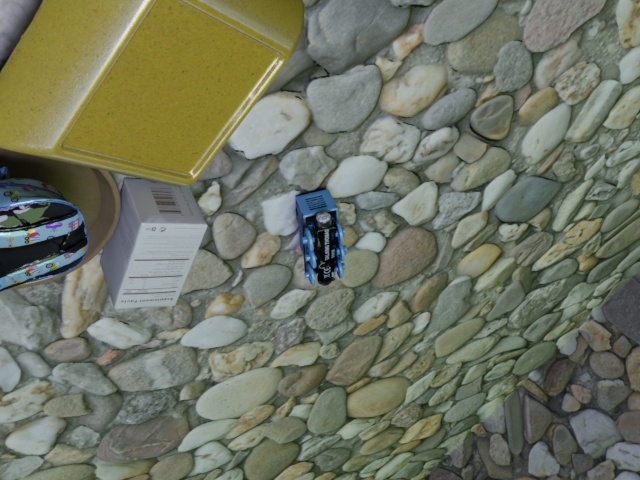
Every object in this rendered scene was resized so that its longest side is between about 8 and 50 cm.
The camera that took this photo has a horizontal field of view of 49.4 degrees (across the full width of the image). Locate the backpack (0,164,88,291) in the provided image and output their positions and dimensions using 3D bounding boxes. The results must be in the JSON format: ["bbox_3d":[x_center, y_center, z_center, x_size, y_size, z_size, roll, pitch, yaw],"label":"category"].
[{"bbox_3d":[-0.390,-0.016,0.878,0.173,0.117,0.158,-15,141,-20],"label":"backpack"}]

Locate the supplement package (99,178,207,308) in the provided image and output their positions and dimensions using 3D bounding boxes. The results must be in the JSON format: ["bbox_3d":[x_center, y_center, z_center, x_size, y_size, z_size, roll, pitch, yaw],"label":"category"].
[{"bbox_3d":[-0.261,0.007,1.072,0.105,0.105,0.179,0,134,-35],"label":"supplement package"}]

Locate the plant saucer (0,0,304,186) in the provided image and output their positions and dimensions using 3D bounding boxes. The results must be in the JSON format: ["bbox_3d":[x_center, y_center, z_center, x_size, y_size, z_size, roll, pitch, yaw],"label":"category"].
[{"bbox_3d":[-0.189,-0.195,0.849,0.333,0.081,0.333,-50,152,19],"label":"plant saucer"}]

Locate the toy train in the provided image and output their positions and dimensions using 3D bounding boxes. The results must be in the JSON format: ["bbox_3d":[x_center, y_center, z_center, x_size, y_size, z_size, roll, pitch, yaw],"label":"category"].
[{"bbox_3d":[0.000,0.000,1.248,0.080,0.105,0.184,-13,140,-9],"label":"toy train"}]

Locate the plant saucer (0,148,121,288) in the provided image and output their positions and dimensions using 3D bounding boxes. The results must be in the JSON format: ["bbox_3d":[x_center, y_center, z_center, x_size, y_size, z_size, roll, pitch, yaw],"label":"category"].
[{"bbox_3d":[-0.420,-0.038,0.964,0.278,0.041,0.278,-19,141,-16],"label":"plant saucer"}]
